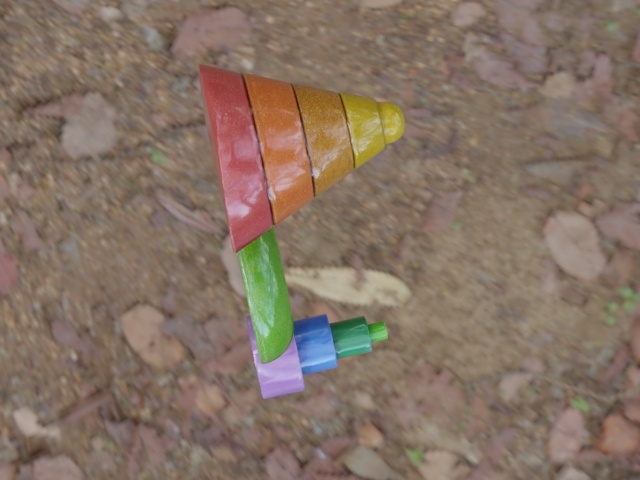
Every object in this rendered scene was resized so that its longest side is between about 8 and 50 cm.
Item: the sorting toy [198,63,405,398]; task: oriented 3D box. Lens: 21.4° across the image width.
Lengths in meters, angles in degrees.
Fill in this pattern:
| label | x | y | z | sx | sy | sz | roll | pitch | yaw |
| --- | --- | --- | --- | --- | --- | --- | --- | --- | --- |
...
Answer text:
| label | x | y | z | sx | sy | sz | roll | pitch | yaw |
| --- | --- | --- | --- | --- | --- | --- | --- | --- | --- |
| sorting toy | 0.000 | 0.000 | 1.169 | 0.126 | 0.127 | 0.365 | -12 | 149 | -3 |
